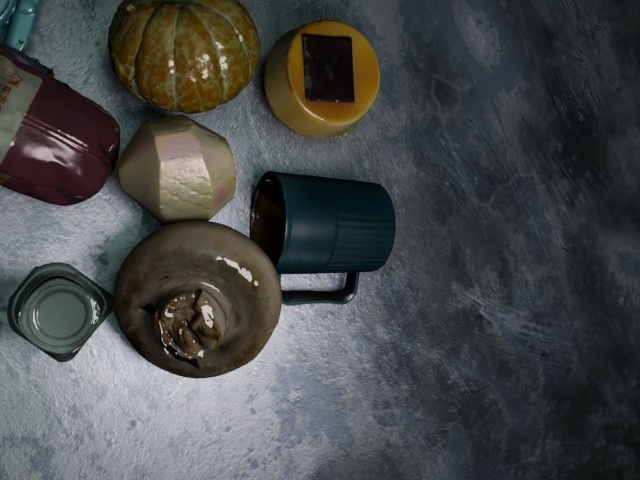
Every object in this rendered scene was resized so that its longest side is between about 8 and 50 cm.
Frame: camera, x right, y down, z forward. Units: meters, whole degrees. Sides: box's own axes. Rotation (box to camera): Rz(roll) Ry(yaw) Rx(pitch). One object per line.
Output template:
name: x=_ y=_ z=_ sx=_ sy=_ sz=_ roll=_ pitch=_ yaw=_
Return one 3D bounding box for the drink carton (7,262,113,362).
drink carton: x=-0.550 y=0.153 z=1.365 sx=0.191 sy=0.189 sz=0.185 roll=42 pitch=79 yaw=-16

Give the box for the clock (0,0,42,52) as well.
clock: x=-0.721 y=-0.514 z=1.345 sx=0.274 sy=0.094 sz=0.223 roll=14 pitch=90 yaw=-25

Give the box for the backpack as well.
backpack: x=-0.580 y=-0.215 z=1.358 sx=0.317 sy=0.197 sz=0.283 roll=26 pitch=78 yaw=-31

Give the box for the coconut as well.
coconut: x=-0.320 y=-0.152 z=1.436 sx=0.259 sy=0.259 sz=0.259 roll=1 pitch=88 yaw=-23

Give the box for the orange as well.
orange: x=-0.295 y=-0.429 z=1.423 sx=0.329 sy=0.249 sz=0.329 roll=-1 pitch=53 yaw=1

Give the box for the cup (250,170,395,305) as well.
cup: x=0.007 y=-0.007 z=1.569 sx=0.292 sy=0.242 sz=0.308 roll=0 pitch=77 yaw=-25

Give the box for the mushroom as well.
mushroom: x=-0.262 y=0.140 z=1.397 sx=0.362 sy=0.294 sz=0.362 roll=-1 pitch=113 yaw=-2

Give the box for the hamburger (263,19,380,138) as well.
hamburger: x=0.005 y=-0.392 z=1.618 sx=0.300 sy=0.176 sz=0.300 roll=0 pitch=90 yaw=-23
